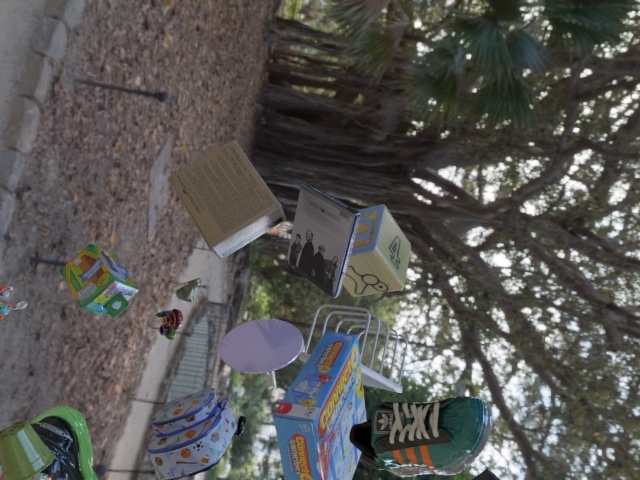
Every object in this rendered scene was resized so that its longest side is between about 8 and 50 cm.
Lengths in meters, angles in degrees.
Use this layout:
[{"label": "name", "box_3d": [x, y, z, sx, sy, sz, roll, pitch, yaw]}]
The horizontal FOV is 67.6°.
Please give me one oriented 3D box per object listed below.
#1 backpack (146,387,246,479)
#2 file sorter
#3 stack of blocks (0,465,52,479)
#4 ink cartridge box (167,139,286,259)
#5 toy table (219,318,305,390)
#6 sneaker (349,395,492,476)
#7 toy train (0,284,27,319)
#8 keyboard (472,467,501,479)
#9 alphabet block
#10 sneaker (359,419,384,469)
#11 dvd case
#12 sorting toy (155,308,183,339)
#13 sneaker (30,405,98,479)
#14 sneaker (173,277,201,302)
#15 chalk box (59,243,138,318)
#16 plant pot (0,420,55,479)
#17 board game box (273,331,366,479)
[{"label": "backpack", "box_3d": [-0.390, 0.586, 1.441, 0.263, 0.277, 0.213, -109, 175, -79]}, {"label": "file sorter", "box_3d": [0.109, 0.311, 1.383, 0.278, 0.193, 0.173, 40, 58, -47]}, {"label": "stack of blocks", "box_3d": [-0.818, 0.606, 1.105, 0.087, 0.297, 0.171, 112, -10, -57]}, {"label": "ink cartridge box", "box_3d": [-0.227, -0.101, 1.163, 0.234, 0.193, 0.088, 55, -8, 23]}, {"label": "toy table", "box_3d": [-0.190, 0.373, 1.637, 0.161, 0.275, 0.252, 82, 11, -64]}, {"label": "sneaker", "box_3d": [0.153, 0.325, 0.804, 0.302, 0.121, 0.108, -51, -165, 47]}, {"label": "toy train", "box_3d": [-0.929, 0.169, 1.374, 0.125, 0.166, 0.046, -39, 133, -43]}, {"label": "keyboard", "box_3d": [0.466, 0.627, 1.153, 0.023, 0.180, 0.108, -34, 158, -44]}, {"label": "alphabet block", "box_3d": [0.147, 0.035, 1.479, 0.197, 0.193, 0.193, 52, 41, -35]}, {"label": "sneaker", "box_3d": [0.116, 0.604, 1.514, 0.109, 0.286, 0.130, -42, 156, -23]}, {"label": "dvd case", "box_3d": [0.000, 0.000, 1.186, 0.030, 0.179, 0.238, -19, 132, -45]}, {"label": "sorting toy", "box_3d": [-0.357, 0.191, 1.109, 0.102, 0.042, 0.061, -47, -124, 37]}, {"label": "sneaker", "box_3d": [-0.728, 0.719, 1.333, 0.185, 0.202, 0.482, -25, -100, 47]}, {"label": "sneaker", "box_3d": [-0.543, 0.213, 1.995, 0.192, 0.064, 0.086, -20, -89, 45]}, {"label": "chalk box", "box_3d": [-0.910, 0.190, 1.999, 0.180, 0.289, 0.179, -43, 156, -3]}, {"label": "plant pot", "box_3d": [-0.516, 0.358, 0.822, 0.083, 0.083, 0.079, -104, 179, -77]}, {"label": "board game box", "box_3d": [0.016, 0.415, 1.070, 0.308, 0.086, 0.301, -48, 135, -60]}]
